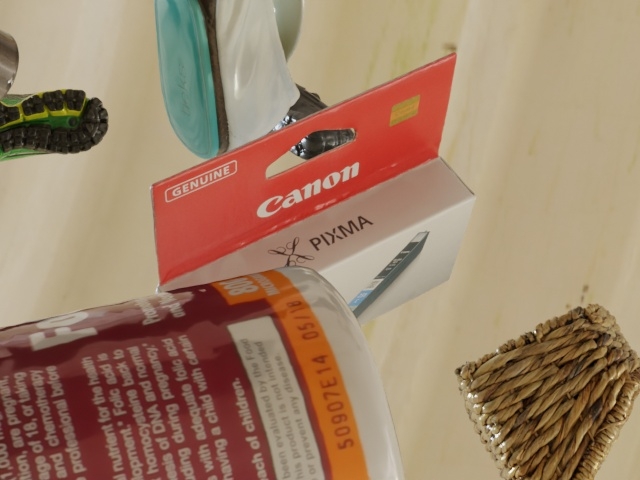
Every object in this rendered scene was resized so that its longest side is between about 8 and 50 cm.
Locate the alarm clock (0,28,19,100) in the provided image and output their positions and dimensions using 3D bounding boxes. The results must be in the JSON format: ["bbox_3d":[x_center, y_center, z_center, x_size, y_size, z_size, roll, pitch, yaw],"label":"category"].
[{"bbox_3d":[-0.486,-0.230,1.642,0.129,0.064,0.192,-29,-116,22],"label":"alarm clock"}]

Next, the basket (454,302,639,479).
[{"bbox_3d":[0.305,0.226,1.393,0.213,0.299,0.223,-27,-110,1],"label":"basket"}]

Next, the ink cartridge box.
[{"bbox_3d":[0.000,0.000,1.003,0.296,0.261,0.066,-26,-120,-22],"label":"ink cartridge box"}]

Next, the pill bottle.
[{"bbox_3d":[-0.166,0.159,0.704,0.392,0.224,0.224,-12,-139,-18],"label":"pill bottle"}]

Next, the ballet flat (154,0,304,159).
[{"bbox_3d":[-0.078,-0.243,0.940,0.139,0.400,0.139,-2,-135,2],"label":"ballet flat"}]

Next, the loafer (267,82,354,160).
[{"bbox_3d":[-0.037,-0.169,1.547,0.078,0.076,0.223,-11,-145,-33],"label":"loafer"}]

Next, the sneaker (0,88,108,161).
[{"bbox_3d":[-0.526,-0.182,1.929,0.343,0.134,0.146,0,-177,-13],"label":"sneaker"}]
